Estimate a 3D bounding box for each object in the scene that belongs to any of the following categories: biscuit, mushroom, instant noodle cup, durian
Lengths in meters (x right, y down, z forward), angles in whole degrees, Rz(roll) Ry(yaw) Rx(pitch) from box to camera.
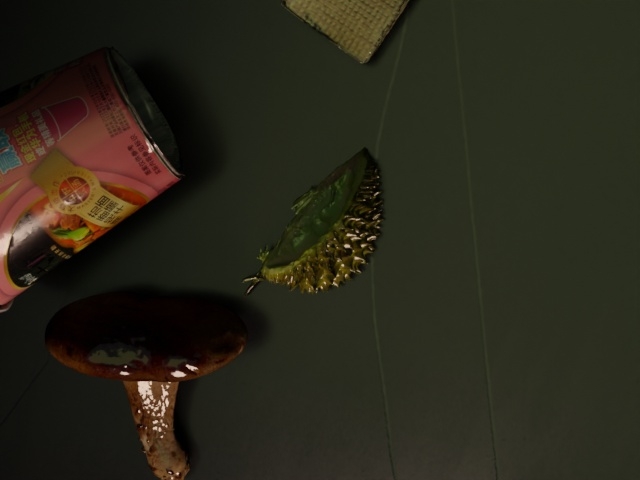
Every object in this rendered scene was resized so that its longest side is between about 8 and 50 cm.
[{"bbox_3d":[0.057,-0.303,1.497,0.121,0.040,0.199,36,101,5],"label":"biscuit"},{"bbox_3d":[-0.196,0.172,1.550,0.227,0.148,0.218,8,111,16],"label":"mushroom"},{"bbox_3d":[-0.295,-0.082,1.503,0.255,0.244,0.244,-28,88,5],"label":"instant noodle cup"},{"bbox_3d":[0.000,0.000,1.525,0.215,0.086,0.100,-49,50,7],"label":"durian"}]
